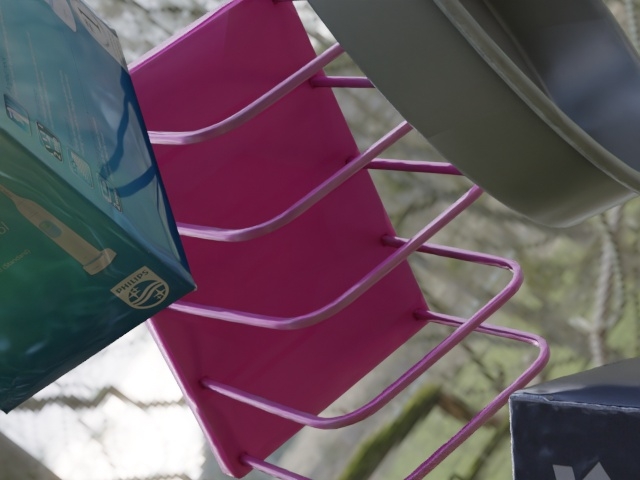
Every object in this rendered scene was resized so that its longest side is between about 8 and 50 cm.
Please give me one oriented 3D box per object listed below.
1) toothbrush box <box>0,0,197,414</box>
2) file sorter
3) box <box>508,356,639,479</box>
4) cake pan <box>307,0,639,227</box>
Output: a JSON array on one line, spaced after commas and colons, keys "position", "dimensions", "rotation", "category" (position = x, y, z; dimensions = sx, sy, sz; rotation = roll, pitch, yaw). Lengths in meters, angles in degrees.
[{"position": [-0.210, -0.088, 0.786], "dimensions": [0.126, 0.216, 0.295], "rotation": [-33, -43, 12], "category": "toothbrush box"}, {"position": [0.000, 0.000, 1.103], "dimensions": [0.202, 0.291, 0.182], "rotation": [-38, 26, -27], "category": "file sorter"}, {"position": [0.159, 0.129, 0.605], "dimensions": [0.093, 0.156, 0.158], "rotation": [-9, -83, -47], "category": "box"}, {"position": [0.062, -0.123, 0.781], "dimensions": [0.054, 0.293, 0.293], "rotation": [-38, -2, 22], "category": "cake pan"}]
